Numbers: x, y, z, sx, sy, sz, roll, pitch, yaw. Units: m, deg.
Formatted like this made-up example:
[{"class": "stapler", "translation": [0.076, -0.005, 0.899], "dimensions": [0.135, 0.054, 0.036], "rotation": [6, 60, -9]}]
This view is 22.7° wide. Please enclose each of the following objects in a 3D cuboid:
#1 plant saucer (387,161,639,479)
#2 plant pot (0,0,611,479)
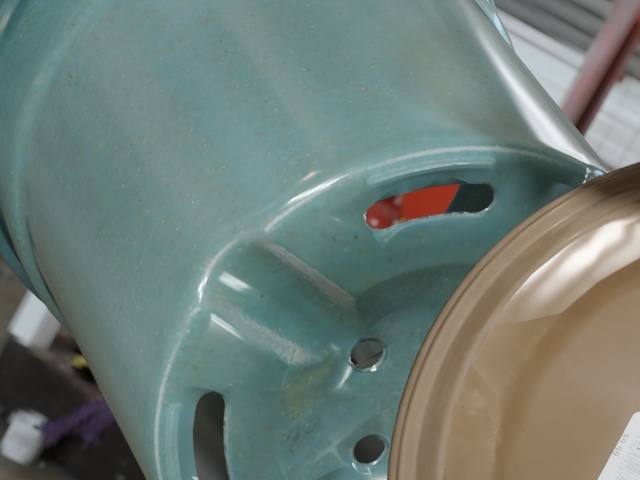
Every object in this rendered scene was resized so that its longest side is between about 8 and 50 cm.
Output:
[{"class": "plant saucer", "translation": [0.161, 0.098, 0.597], "dimensions": [0.278, 0.278, 0.041], "rotation": [31, -4, 11]}, {"class": "plant pot", "translation": [0.000, 0.000, 0.839], "dimensions": [0.341, 0.341, 0.334], "rotation": [26, 17, -28]}]
